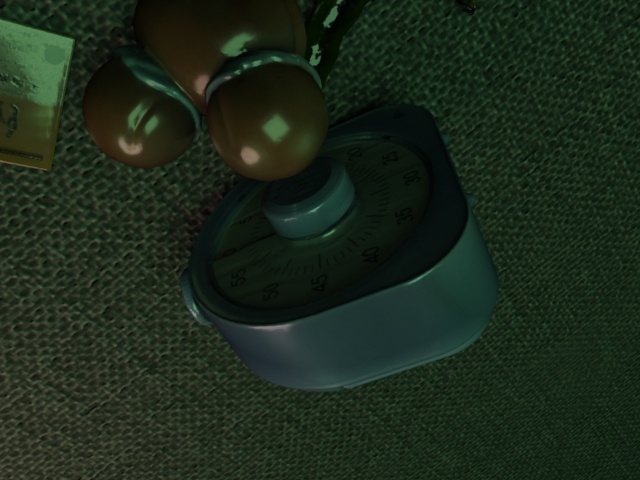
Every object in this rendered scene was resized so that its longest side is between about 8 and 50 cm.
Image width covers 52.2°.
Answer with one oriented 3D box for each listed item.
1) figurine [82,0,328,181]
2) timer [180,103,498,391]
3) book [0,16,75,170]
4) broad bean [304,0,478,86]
[{"bbox_3d":[-0.114,-0.273,0.670,0.277,0.248,0.388,9,127,19],"label":"figurine"},{"bbox_3d":[0.000,0.000,0.798,0.395,0.395,0.173,-31,125,-1],"label":"timer"},{"bbox_3d":[-0.365,-0.172,0.770,0.118,0.012,0.172,10,115,-24],"label":"book"},{"bbox_3d":[0.067,-0.291,0.841,0.292,0.049,0.144,-31,126,-2],"label":"broad bean"}]
